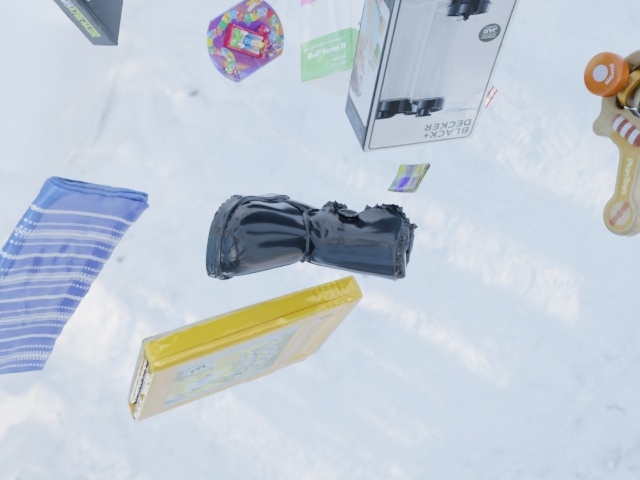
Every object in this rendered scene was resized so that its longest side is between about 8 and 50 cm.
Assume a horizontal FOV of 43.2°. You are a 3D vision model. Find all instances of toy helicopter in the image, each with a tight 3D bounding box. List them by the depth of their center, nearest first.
[{"bbox_3d":[0.606,-0.179,1.498,0.235,0.140,0.355,17,102,52],"label":"toy helicopter"}]

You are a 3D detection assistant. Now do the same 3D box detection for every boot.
[{"bbox_3d":[0.000,0.000,0.968,0.207,0.246,0.094,9,103,16],"label":"boot"}]

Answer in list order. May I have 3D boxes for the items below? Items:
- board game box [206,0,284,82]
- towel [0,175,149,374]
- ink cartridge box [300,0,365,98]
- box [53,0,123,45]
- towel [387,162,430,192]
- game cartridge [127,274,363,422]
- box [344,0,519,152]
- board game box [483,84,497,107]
[{"bbox_3d":[-0.137,-0.389,1.563,0.033,0.169,0.133,25,147,54],"label":"board game box"},{"bbox_3d":[-0.384,0.061,1.133,0.040,0.243,0.336,35,98,14],"label":"towel"},{"bbox_3d":[0.072,-0.437,1.438,0.119,0.207,0.353,-8,79,40],"label":"ink cartridge box"},{"bbox_3d":[-0.307,-0.383,1.068,0.045,0.184,0.190,2,77,11],"label":"box"},{"bbox_3d":[0.152,-0.109,1.399,0.009,0.060,0.083,36,166,-28],"label":"towel"},{"bbox_3d":[-0.121,0.168,1.220,0.052,0.324,0.285,67,155,19],"label":"game cartridge"},{"bbox_3d":[0.139,-0.250,1.013,0.290,0.169,0.087,102,154,-50],"label":"box"},{"bbox_3d":[0.237,-0.327,1.574,0.147,0.193,0.045,27,100,-23],"label":"board game box"}]
